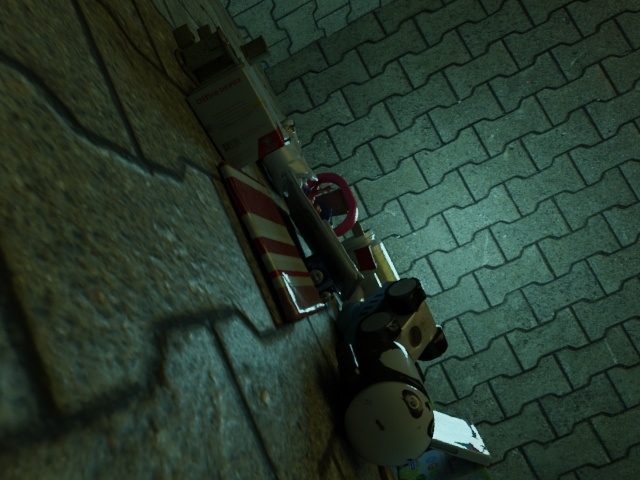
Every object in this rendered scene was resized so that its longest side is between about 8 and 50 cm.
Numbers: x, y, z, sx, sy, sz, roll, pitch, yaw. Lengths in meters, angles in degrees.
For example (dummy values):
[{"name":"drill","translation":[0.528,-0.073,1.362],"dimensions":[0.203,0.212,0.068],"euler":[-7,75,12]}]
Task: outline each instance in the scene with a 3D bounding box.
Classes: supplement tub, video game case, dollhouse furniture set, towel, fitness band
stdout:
[{"name":"supplement tub","translation":[0.213,0.133,2.061],"dimensions":[0.324,0.235,0.235],"euler":[64,6,-3]},{"name":"video game case","translation":[0.255,0.457,1.123],"dimensions":[0.204,0.285,0.025],"euler":[-4,109,-84]},{"name":"dollhouse furniture set","translation":[0.081,-0.029,1.870],"dimensions":[0.152,0.201,0.374],"euler":[-7,78,-84]},{"name":"towel","translation":[-0.098,0.008,0.933],"dimensions":[0.329,0.037,0.237],"euler":[63,8,10]},{"name":"fitness band","translation":[0.022,-0.134,1.679],"dimensions":[0.054,0.209,0.290],"euler":[54,11,-53]},{"name":"dollhouse furniture set","translation":[-0.233,-0.460,1.008],"dimensions":[0.161,0.182,0.101],"euler":[66,7,18]}]

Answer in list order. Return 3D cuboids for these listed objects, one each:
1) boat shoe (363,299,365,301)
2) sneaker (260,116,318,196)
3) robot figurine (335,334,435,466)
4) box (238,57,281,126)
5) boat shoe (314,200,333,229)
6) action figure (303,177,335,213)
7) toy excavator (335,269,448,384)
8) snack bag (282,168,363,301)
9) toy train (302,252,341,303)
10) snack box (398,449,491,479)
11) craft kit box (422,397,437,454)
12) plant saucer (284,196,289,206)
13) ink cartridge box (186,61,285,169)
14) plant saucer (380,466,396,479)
[{"name":"boat shoe","translation":[0.145,0.260,1.837],"dimensions":[0.059,0.063,0.170],"euler":[49,8,-2]},{"name":"sneaker","translation":[-0.111,-0.264,1.447],"dimensions":[0.210,0.137,0.366],"euler":[60,12,-16]},{"name":"robot figurine","translation":[0.123,0.303,0.895],"dimensions":[0.278,0.209,0.173],"euler":[-99,-163,-71]},{"name":"box","translation":[-0.195,-0.344,1.151],"dimensions":[0.181,0.119,0.182],"euler":[63,6,-13]},{"name":"boat shoe","translation":[0.003,-0.031,1.728],"dimensions":[0.089,0.109,0.258],"euler":[67,17,-55]},{"name":"action figure","translation":[-0.038,-0.233,1.624],"dimensions":[0.091,0.139,0.280],"euler":[7,59,-82]},{"name":"toy excavator","translation":[0.155,0.228,1.373],"dimensions":[0.433,0.445,0.222],"euler":[-42,113,-37]},{"name":"snack bag","translation":[0.000,0.000,1.255],"dimensions":[0.342,0.037,0.323],"euler":[58,-11,14]},{"name":"toy train","translation":[-0.004,0.097,1.141],"dimensions":[0.105,0.080,0.184],"euler":[58,3,-10]},{"name":"snack box","translation":[0.297,0.574,1.097],"dimensions":[0.174,0.207,0.070],"euler":[0,67,-84]},{"name":"craft kit box","translation":[0.420,0.764,1.676],"dimensions":[0.246,0.061,0.249],"euler":[-110,-166,-58]},{"name":"plant saucer","translation":[-0.094,-0.147,1.573],"dimensions":[0.200,0.037,0.200],"euler":[63,5,-11]},{"name":"ink cartridge box","translation":[-0.173,-0.262,0.951],"dimensions":[0.176,0.128,0.127],"euler":[61,7,-28]},{"name":"plant saucer","translation":[0.148,0.518,0.979],"dimensions":[0.083,0.015,0.083],"euler":[62,7,-13]}]
